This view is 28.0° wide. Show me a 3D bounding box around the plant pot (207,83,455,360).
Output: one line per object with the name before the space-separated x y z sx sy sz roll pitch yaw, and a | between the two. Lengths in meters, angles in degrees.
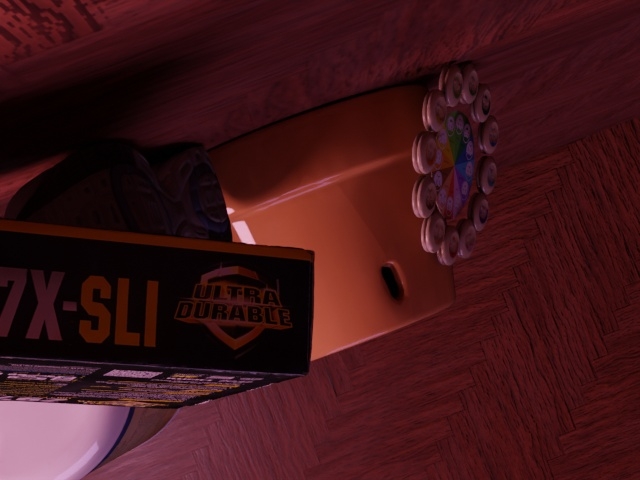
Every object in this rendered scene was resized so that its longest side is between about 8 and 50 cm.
plant pot | 0.000 0.000 1.218 0.291 0.203 0.291 -20 177 -1

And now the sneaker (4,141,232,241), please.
sneaker | -0.162 -0.005 0.953 0.129 0.111 0.297 -16 178 13

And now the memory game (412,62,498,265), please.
memory game | 0.124 -0.068 1.154 0.012 0.186 0.186 6 -169 28

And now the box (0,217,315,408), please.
box | -0.197 0.048 0.753 0.322 0.079 0.257 6 168 -21

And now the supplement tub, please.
supplement tub | -0.246 0.108 1.223 0.228 0.228 0.316 -21 178 9
